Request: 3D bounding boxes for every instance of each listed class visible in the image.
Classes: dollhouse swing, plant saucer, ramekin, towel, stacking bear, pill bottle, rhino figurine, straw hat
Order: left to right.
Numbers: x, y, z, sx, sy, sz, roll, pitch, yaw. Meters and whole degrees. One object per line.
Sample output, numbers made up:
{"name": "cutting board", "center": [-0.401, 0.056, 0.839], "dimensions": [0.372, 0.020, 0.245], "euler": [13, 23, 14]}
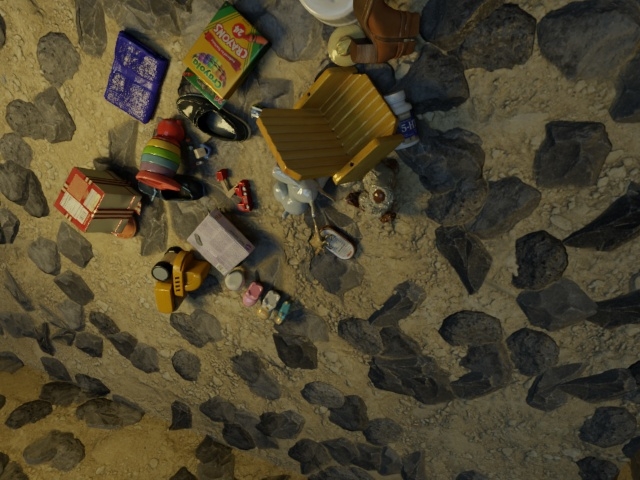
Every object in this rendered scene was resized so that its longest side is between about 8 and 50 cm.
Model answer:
{"name": "plant saucer", "center": [-1.032, -0.103, 2.105], "dimensions": [0.200, 0.037, 0.200], "euler": [8, 120, 15]}
{"name": "towel", "center": [-0.780, -0.670, 1.696], "dimensions": [0.227, 0.076, 0.308], "euler": [33, 122, 1]}
{"name": "stacking bear", "center": [-0.660, -0.375, 1.727], "dimensions": [0.175, 0.164, 0.289], "euler": [8, 80, 35]}
{"name": "rhino figurine", "center": [-0.443, -0.061, 1.903], "dimensions": [0.106, 0.073, 0.243], "euler": [-29, 107, 36]}
{"name": "dollhouse swing", "center": [0.022, -0.397, 1.356], "dimensions": [0.315, 0.305, 0.347], "euler": [-40, 68, 33]}
{"name": "ramekin", "center": [0.048, -0.834, 1.287], "dimensions": [0.277, 0.135, 0.277], "euler": [7, 116, 15]}
{"name": "straw hat", "center": [0.085, -0.671, 1.409], "dimensions": [0.144, 0.061, 0.144], "euler": [8, 119, 15]}
{"name": "pill bottle", "center": [0.277, -0.427, 1.442], "dimensions": [0.112, 0.112, 0.187], "euler": [-10, 113, 23]}

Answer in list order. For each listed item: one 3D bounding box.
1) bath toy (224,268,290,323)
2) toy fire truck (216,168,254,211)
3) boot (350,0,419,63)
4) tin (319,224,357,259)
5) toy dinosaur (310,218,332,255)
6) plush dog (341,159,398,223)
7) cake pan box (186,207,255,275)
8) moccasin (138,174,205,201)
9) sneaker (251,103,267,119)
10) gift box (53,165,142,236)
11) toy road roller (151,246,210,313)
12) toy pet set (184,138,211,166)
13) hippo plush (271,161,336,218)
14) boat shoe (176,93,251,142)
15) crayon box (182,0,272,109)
{"name": "bath toy", "center": [-0.320, 0.277, 2.019], "dimensions": [0.348, 0.129, 0.151], "euler": [34, 78, -3]}
{"name": "toy fire truck", "center": [-0.379, -0.221, 1.813], "dimensions": [0.135, 0.047, 0.192], "euler": [2, 118, 18]}
{"name": "boot", "center": [0.216, -0.686, 1.255], "dimensions": [0.220, 0.109, 0.283], "euler": [-14, 139, -15]}
{"name": "tin", "center": [0.073, 0.011, 1.790], "dimensions": [0.189, 0.040, 0.106], "euler": [37, 126, -3]}
{"name": "toy dinosaur", "center": [0.000, 0.000, 1.757], "dimensions": [0.092, 0.053, 0.183], "euler": [6, 118, 18]}
{"name": "plush dog", "center": [0.210, -0.184, 1.581], "dimensions": [0.262, 0.210, 0.225], "euler": [36, 142, 31]}
{"name": "cake pan box", "center": [-0.457, 0.018, 1.874], "dimensions": [0.267, 0.070, 0.245], "euler": [45, 133, -7]}
{"name": "moccasin", "center": [-0.702, -0.247, 1.869], "dimensions": [0.342, 0.117, 0.138], "euler": [4, 118, 17]}
{"name": "sneaker", "center": [-0.212, -0.487, 1.615], "dimensions": [0.144, 0.053, 0.059], "euler": [30, 122, 12]}
{"name": "gift box", "center": [-1.015, -0.164, 1.906], "dimensions": [0.276, 0.258, 0.255], "euler": [42, 103, 11]}
{"name": "toy road roller", "center": [-0.694, 0.207, 2.064], "dimensions": [0.240, 0.202, 0.330], "euler": [8, 119, 2]}
{"name": "toy pet set", "center": [-0.528, -0.395, 1.780], "dimensions": [0.114, 0.065, 0.122], "euler": [10, 123, 55]}
{"name": "hippo plush", "center": [-0.068, -0.215, 1.653], "dimensions": [0.294, 0.234, 0.236], "euler": [49, 153, 7]}
{"name": "boat shoe", "center": [-0.456, -0.490, 1.658], "dimensions": [0.340, 0.113, 0.127], "euler": [31, 123, 1]}
{"name": "crayon box", "center": [-0.358, -0.671, 1.501], "dimensions": [0.202, 0.081, 0.318], "euler": [42, 106, -6]}
